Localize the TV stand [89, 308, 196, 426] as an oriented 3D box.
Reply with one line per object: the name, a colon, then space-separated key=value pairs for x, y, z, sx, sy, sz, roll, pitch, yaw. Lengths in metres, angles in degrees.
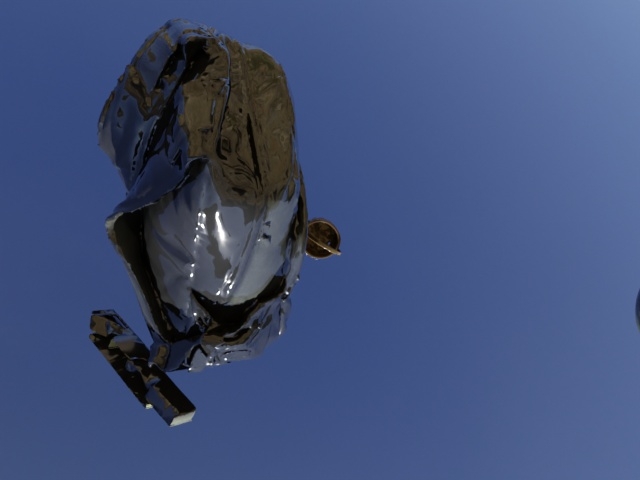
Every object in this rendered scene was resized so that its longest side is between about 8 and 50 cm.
TV stand: x=-0.251 y=0.172 z=0.766 sx=0.036 sy=0.042 sz=0.249 roll=4 pitch=-159 yaw=-48

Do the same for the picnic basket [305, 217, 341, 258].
picnic basket: x=0.000 y=0.000 z=0.885 sx=0.072 sy=0.072 sz=0.083 roll=31 pitch=-173 yaw=-15

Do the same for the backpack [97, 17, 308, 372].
backpack: x=-0.144 y=-0.051 z=0.717 sx=0.254 sy=0.446 sz=0.363 roll=-4 pitch=-129 yaw=-20

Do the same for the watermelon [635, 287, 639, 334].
watermelon: x=0.623 y=0.113 z=0.895 sx=0.212 sy=0.212 sz=0.212 roll=17 pitch=-125 yaw=-25
